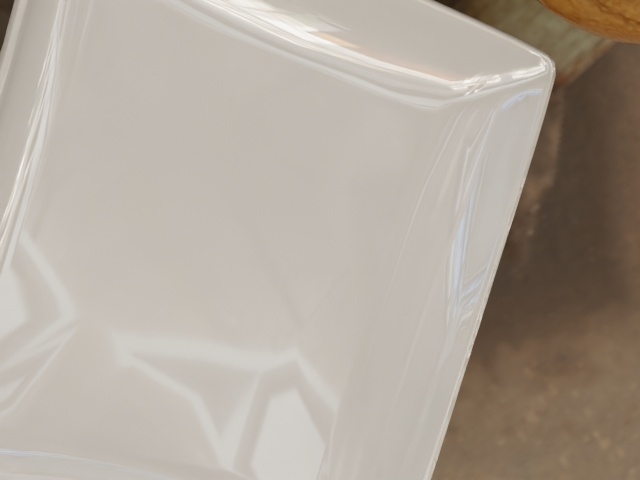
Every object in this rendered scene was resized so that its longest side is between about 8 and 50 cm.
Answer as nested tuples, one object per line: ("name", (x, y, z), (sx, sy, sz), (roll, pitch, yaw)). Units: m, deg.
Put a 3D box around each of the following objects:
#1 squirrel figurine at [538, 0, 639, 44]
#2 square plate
("squirrel figurine", (0.253, -0.293, 0.926), (0.397, 0.281, 0.370), (-1, 99, -17))
("square plate", (-0.049, 0.010, 0.887), (0.347, 0.049, 0.344), (19, 88, -38))
